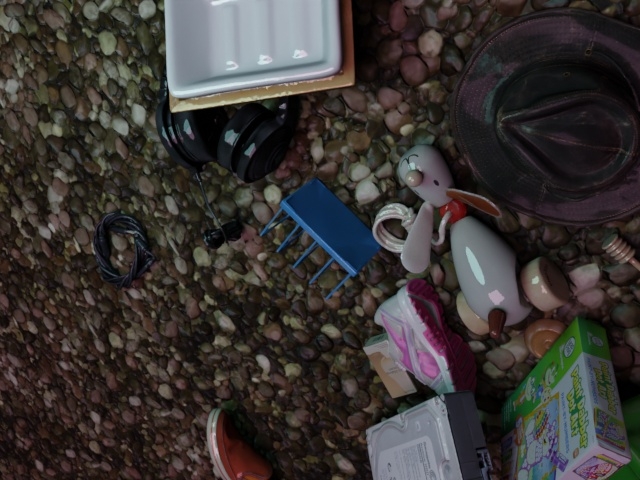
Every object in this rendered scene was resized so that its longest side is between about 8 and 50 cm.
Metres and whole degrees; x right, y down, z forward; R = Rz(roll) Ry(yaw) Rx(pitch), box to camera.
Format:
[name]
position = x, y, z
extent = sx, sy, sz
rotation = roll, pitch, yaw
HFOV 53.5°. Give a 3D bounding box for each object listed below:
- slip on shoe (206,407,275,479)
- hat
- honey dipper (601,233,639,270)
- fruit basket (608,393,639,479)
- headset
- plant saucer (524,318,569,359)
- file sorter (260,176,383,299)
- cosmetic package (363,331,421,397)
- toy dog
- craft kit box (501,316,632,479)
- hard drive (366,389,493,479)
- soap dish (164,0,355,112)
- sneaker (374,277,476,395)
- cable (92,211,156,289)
[slip on shoe]
position = -0.159, 0.517, 1.434
extent = 0.101, 0.123, 0.332
rotation = -23, 101, 10
[hat]
position = 0.323, -0.145, 0.855
extent = 0.331, 0.134, 0.332
rotation = 12, 118, 23
[honey dipper]
position = 0.481, 0.053, 0.926
extent = 0.160, 0.030, 0.030
rotation = 42, 125, 1
[fruit basket]
position = 0.551, 0.425, 0.965
extent = 0.391, 0.283, 0.392
rotation = -10, 128, -13
[headset]
position = -0.158, -0.179, 1.119
extent = 0.243, 0.185, 0.395
rotation = 14, 103, 18
[plant saucer]
position = 0.375, 0.168, 1.041
extent = 0.083, 0.015, 0.084
rotation = 12, 117, 23
[file sorter]
position = 0.000, 0.000, 1.103
extent = 0.170, 0.118, 0.104
rotation = 44, 129, 4
[cosmetic package]
position = 0.135, 0.230, 1.180
extent = 0.060, 0.041, 0.115
rotation = -27, 98, 34
[toy dog]
position = 0.218, 0.023, 0.969
extent = 0.333, 0.161, 0.220
rotation = 37, 124, 9
[craft kit box]
position = 0.351, 0.282, 0.951
extent = 0.060, 0.250, 0.247
rotation = 25, 126, -2
[hard drive]
position = 0.178, 0.406, 1.073
extent = 0.339, 0.064, 0.237
rotation = 127, 137, -59
[soap dish]
position = -0.086, -0.314, 0.942
extent = 0.290, 0.118, 0.229
rotation = -4, 86, 18
[sneaker]
position = 0.183, 0.192, 1.111
extent = 0.111, 0.103, 0.252
rotation = -26, 92, 38
[cable]
position = -0.445, 0.026, 1.390
extent = 0.184, 0.047, 0.151
rotation = -38, 92, 35
